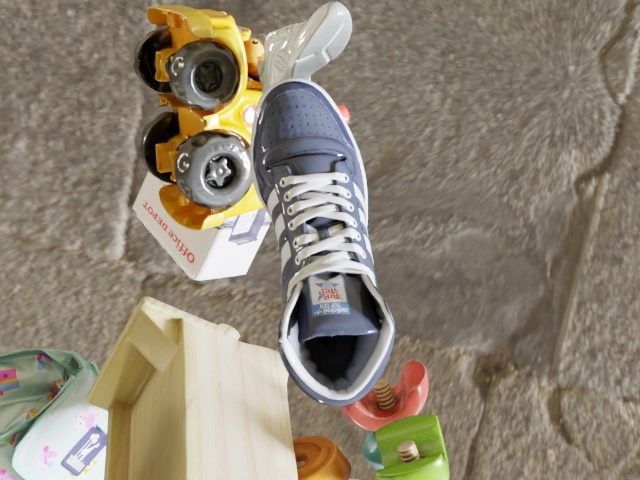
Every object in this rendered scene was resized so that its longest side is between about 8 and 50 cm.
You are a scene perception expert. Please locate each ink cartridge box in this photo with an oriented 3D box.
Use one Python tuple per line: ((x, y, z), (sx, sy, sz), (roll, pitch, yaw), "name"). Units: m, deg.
((-0.142, -0.088, 1.513), (0.172, 0.100, 0.237), (45, 122, 31), "ink cartridge box")

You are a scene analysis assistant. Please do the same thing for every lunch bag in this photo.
((-0.351, 0.238, 1.299), (0.262, 0.223, 0.160), (-19, 52, 5), "lunch bag")

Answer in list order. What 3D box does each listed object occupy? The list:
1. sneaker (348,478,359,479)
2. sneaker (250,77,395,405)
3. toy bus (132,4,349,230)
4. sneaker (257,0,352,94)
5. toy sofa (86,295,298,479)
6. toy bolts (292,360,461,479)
((-0.065, 0.418, 1.631), (0.124, 0.283, 0.107), (12, 103, 39), "sneaker")
((0.000, 0.000, 0.898), (0.099, 0.153, 0.282), (-8, 92, -2), "sneaker")
((-0.073, -0.138, 1.135), (0.212, 0.149, 0.220), (-11, 111, -23), "toy bus")
((-0.023, -0.174, 0.989), (0.061, 0.054, 0.152), (64, 146, 14), "sneaker")
((-0.126, 0.224, 1.040), (0.177, 0.362, 0.150), (24, 112, -19), "toy sofa")
((0.059, 0.254, 1.128), (0.218, 0.228, 0.158), (-15, 109, 12), "toy bolts")
